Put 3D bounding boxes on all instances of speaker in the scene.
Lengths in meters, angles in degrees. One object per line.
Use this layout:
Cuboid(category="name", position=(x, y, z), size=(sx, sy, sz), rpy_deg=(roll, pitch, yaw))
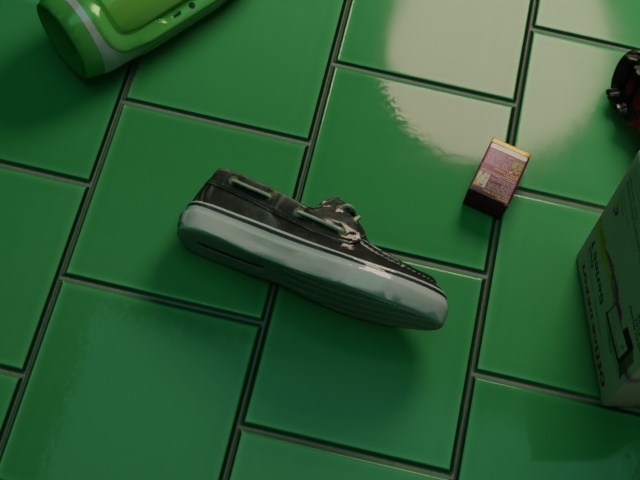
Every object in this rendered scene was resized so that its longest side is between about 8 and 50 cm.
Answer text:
Cuboid(category="speaker", position=(-0.208, -0.330, 1.374), size=(0.296, 0.131, 0.131), rpy_deg=(-36, 73, -18))

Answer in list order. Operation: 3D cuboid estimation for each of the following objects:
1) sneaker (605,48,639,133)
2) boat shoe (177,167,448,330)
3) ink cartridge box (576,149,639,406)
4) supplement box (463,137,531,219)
Cuboid(category="sneaker", position=(0.460, -0.130, 1.323), size=(0.135, 0.098, 0.276), rpy_deg=(4, 46, -16))
Cuboid(category="boat shoe", position=(0.000, 0.000, 1.244), size=(0.335, 0.121, 0.119), rpy_deg=(22, 71, 8))
Cuboid(category="ink cartridge box", position=(0.378, 0.050, 1.166), size=(0.117, 0.278, 0.201), rpy_deg=(-3, 67, -2))
Cuboid(category="supplement box", position=(0.220, -0.077, 1.336), size=(0.055, 0.043, 0.083), rpy_deg=(26, 66, 7))
